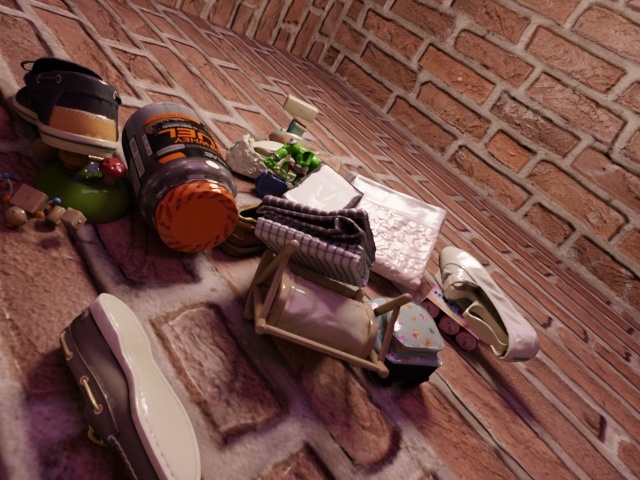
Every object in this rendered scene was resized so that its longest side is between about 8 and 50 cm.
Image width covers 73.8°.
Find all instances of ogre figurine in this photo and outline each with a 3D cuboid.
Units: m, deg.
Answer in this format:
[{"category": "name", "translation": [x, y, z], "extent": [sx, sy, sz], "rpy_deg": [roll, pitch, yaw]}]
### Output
[{"category": "ogre figurine", "translation": [-0.070, -0.230, 1.304], "extent": [0.197, 0.118, 0.097], "rpy_deg": [34, 6, -23]}]

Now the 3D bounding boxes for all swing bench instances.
[{"category": "swing bench", "translation": [-0.004, 0.132, 0.841], "extent": [0.253, 0.165, 0.254], "rpy_deg": [24, -12, -14]}]

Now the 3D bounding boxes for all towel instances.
[{"category": "towel", "translation": [0.000, 0.000, 0.941], "extent": [0.234, 0.121, 0.284], "rpy_deg": [17, -13, 15]}, {"category": "towel", "translation": [0.189, -0.041, 1.284], "extent": [0.331, 0.053, 0.317], "rpy_deg": [25, 54, 12]}]

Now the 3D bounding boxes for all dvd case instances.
[{"category": "dvd case", "translation": [0.011, -0.129, 1.255], "extent": [0.164, 0.018, 0.221], "rpy_deg": [40, 51, 7]}]

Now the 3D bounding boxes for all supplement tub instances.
[{"category": "supplement tub", "translation": [-0.313, -0.145, 0.952], "extent": [0.207, 0.207, 0.338], "rpy_deg": [6, 38, -40]}]

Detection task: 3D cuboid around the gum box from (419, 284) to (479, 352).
[{"category": "gum box", "translation": [0.374, 0.224, 1.220], "extent": [0.188, 0.062, 0.107], "rpy_deg": [40, 28, 14]}]

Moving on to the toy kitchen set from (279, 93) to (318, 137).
[{"category": "toy kitchen set", "translation": [-0.118, -0.463, 1.658], "extent": [0.122, 0.207, 0.166], "rpy_deg": [22, 29, -21]}]

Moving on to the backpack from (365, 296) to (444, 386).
[{"category": "backpack", "translation": [0.169, 0.210, 0.953], "extent": [0.165, 0.144, 0.188], "rpy_deg": [9, 32, -27]}]

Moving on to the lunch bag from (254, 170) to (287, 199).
[{"category": "lunch bag", "translation": [-0.154, -0.167, 1.295], "extent": [0.098, 0.067, 0.065], "rpy_deg": [26, 13, -20]}]

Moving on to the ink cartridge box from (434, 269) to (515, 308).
[{"category": "ink cartridge box", "translation": [0.506, 0.182, 1.383], "extent": [0.171, 0.100, 0.237], "rpy_deg": [16, 32, -27]}]

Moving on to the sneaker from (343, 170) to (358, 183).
[{"category": "sneaker", "translation": [0.212, -0.089, 1.485], "extent": [0.210, 0.137, 0.366], "rpy_deg": [7, 42, -40]}]

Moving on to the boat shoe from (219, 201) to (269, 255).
[{"category": "boat shoe", "translation": [-0.125, -0.043, 1.089], "extent": [0.110, 0.104, 0.307], "rpy_deg": [37, 27, 14]}]

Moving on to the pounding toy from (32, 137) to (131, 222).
[{"category": "pounding toy", "translation": [-0.487, -0.153, 0.890], "extent": [0.182, 0.110, 0.237], "rpy_deg": [2, 41, -44]}]

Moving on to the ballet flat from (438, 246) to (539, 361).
[{"category": "ballet flat", "translation": [0.430, 0.165, 1.188], "extent": [0.139, 0.139, 0.400], "rpy_deg": [7, 38, -40]}]

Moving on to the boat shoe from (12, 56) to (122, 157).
[{"category": "boat shoe", "translation": [-0.548, -0.309, 0.932], "extent": [0.186, 0.156, 0.500], "rpy_deg": [5, 17, -40]}]

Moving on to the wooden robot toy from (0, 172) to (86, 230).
[{"category": "wooden robot toy", "translation": [-0.521, -0.049, 0.764], "extent": [0.173, 0.076, 0.079], "rpy_deg": [28, 63, -8]}]

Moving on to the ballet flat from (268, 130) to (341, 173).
[{"category": "ballet flat", "translation": [-0.053, -0.308, 1.597], "extent": [0.315, 0.107, 0.106], "rpy_deg": [18, 66, -25]}]

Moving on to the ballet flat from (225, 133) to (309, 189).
[{"category": "ballet flat", "translation": [-0.105, -0.237, 1.394], "extent": [0.408, 0.147, 0.147], "rpy_deg": [12, 34, -35]}]

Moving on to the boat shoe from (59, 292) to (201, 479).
[{"category": "boat shoe", "translation": [-0.258, 0.211, 0.565], "extent": [0.305, 0.091, 0.109], "rpy_deg": [51, -4, 27]}]
